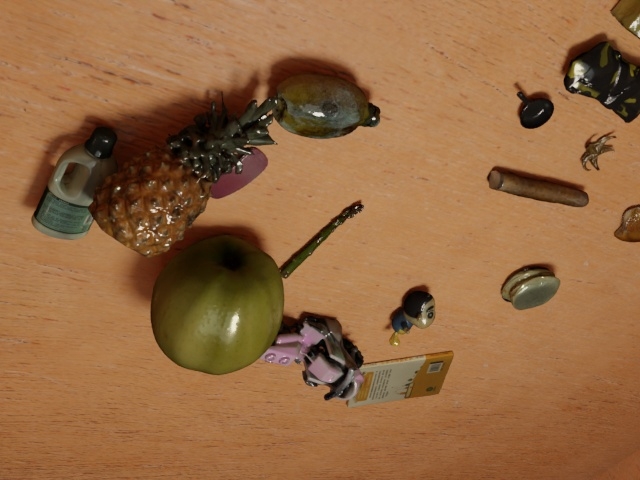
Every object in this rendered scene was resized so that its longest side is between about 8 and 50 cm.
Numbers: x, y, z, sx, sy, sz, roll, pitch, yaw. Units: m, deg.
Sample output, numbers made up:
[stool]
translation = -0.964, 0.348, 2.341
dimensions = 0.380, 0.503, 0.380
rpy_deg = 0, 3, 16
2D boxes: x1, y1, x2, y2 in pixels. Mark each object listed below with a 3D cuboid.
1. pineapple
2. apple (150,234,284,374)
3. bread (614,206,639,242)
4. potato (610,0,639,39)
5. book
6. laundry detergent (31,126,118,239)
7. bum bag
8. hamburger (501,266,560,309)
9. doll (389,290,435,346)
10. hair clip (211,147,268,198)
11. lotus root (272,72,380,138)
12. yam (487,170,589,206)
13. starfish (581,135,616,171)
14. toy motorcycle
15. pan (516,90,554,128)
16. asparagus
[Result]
[pineapple]
translation = -0.209, -0.127, 1.016
dimensions = 0.340, 0.169, 0.169
rpy_deg = -44, 134, 1
[apple]
translation = -0.205, 0.130, 1.239
dimensions = 0.278, 0.279, 0.279
rpy_deg = -9, 137, -9
[bread]
translation = 0.791, -0.041, 1.518
dimensions = 0.129, 0.044, 0.126
rpy_deg = -13, 136, 0
[potato]
translation = 0.596, -0.395, 1.059
dimensions = 0.149, 0.081, 0.120
rpy_deg = 13, 131, -29
[book]
translation = 0.230, 0.408, 1.813
dimensions = 0.295, 0.020, 0.208
rpy_deg = -5, 136, -13
[laundry detergent]
translation = -0.402, -0.098, 1.046
dimensions = 0.099, 0.070, 0.226
rpy_deg = 16, 129, -34
[bum bag]
translation = 0.546, -0.295, 1.161
dimensions = 0.232, 0.060, 0.107
rpy_deg = 15, 119, -33
[hamburger]
translation = 0.539, 0.122, 1.589
dimensions = 0.139, 0.063, 0.133
rpy_deg = -16, 141, -4
[doll]
translation = 0.233, 0.192, 1.548
dimensions = 0.088, 0.102, 0.179
rpy_deg = 30, 130, 8
[hair clip]
translation = -0.159, -0.118, 1.141
dimensions = 0.137, 0.022, 0.054
rpy_deg = -31, 139, 14
[lotus root]
translation = 0.013, -0.222, 1.043
dimensions = 0.191, 0.088, 0.113
rpy_deg = 2, 150, -22
[yam]
translation = 0.474, -0.108, 1.341
dimensions = 0.263, 0.046, 0.046
rpy_deg = 9, 131, -25
[starfish]
translation = 0.585, -0.187, 1.309
dimensions = 0.078, 0.028, 0.091
rpy_deg = 10, 128, -34
[toy motorcycle]
translation = -0.012, 0.278, 1.476
dimensions = 0.326, 0.188, 0.143
rpy_deg = 22, 121, -34
[pan]
translation = 0.396, -0.256, 1.177
dimensions = 0.068, 0.024, 0.115
rpy_deg = -38, 136, 22
[asparagus]
translation = 0.000, 0.000, 1.313
dimensions = 0.248, 0.024, 0.025
rpy_deg = -42, 138, 23
